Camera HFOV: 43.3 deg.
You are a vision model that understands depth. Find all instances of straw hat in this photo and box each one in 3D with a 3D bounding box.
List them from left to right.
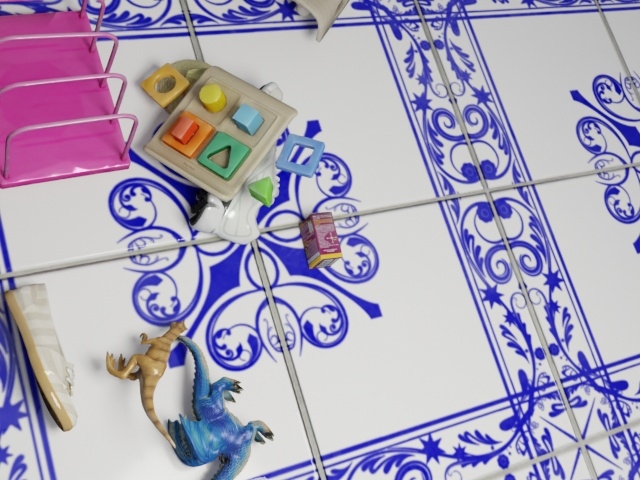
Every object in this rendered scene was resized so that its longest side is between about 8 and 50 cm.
[{"bbox_3d":[-0.203,-0.266,1.382,0.144,0.061,0.145,8,68,-20],"label":"straw hat"}]

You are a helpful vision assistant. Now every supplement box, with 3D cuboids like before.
[{"bbox_3d":[0.000,0.000,1.367,0.043,0.055,0.083,-6,73,-26],"label":"supplement box"}]

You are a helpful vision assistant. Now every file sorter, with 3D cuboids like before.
[{"bbox_3d":[-0.411,-0.260,1.222,0.202,0.182,0.291,-12,75,-27],"label":"file sorter"}]

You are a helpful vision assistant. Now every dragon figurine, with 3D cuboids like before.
[{"bbox_3d":[-0.168,0.275,1.170,0.144,0.085,0.289,-31,86,-30],"label":"dragon figurine"}]

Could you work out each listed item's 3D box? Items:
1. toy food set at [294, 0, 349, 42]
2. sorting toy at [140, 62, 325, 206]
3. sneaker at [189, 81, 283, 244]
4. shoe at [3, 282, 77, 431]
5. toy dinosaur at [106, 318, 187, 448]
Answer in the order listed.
[{"bbox_3d":[-0.082,-0.528,1.532,0.306,0.092,0.220,36,49,-8],"label":"toy food set"},{"bbox_3d":[-0.163,-0.181,1.272,0.347,0.047,0.196,31,74,20],"label":"sorting toy"},{"bbox_3d":[-0.117,-0.128,1.348,0.118,0.110,0.292,27,70,-20],"label":"sneaker"},{"bbox_3d":[-0.380,0.160,1.132,0.058,0.076,0.219,-21,77,-23],"label":"shoe"},{"bbox_3d":[-0.245,0.186,1.148,0.112,0.064,0.212,-2,47,11],"label":"toy dinosaur"}]
